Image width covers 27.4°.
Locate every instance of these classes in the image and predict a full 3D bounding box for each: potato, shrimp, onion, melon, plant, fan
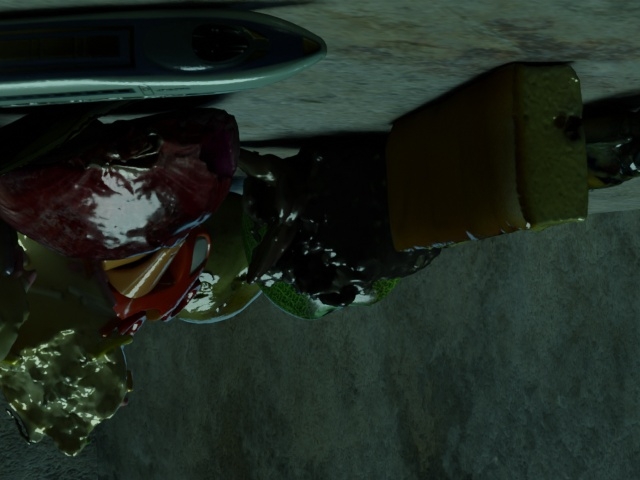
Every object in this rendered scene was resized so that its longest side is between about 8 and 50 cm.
[{"bbox_3d":[-0.190,0.024,1.957,0.218,0.202,0.351,-4,176,-21],"label":"potato"},{"bbox_3d":[0.356,-0.101,1.427,0.272,0.085,0.445,-8,180,-8],"label":"shrimp"},{"bbox_3d":[-0.169,-0.044,1.094,0.227,0.120,0.283,-14,-172,-11],"label":"onion"},{"bbox_3d":[0.000,0.000,1.691,0.265,0.169,0.129,-18,148,21],"label":"melon"},{"bbox_3d":[0.014,-0.026,1.491,0.234,0.204,0.178,-9,176,-27],"label":"plant"},{"bbox_3d":[-0.227,-0.077,1.014,0.335,0.011,0.229,-19,-162,13],"label":"fan"}]

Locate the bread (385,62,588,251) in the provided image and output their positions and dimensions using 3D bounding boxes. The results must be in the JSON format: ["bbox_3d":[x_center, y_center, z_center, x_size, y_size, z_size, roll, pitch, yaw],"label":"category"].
[{"bbox_3d":[0.144,-0.067,1.242,0.077,0.138,0.361,-5,178,-14],"label":"bread"}]

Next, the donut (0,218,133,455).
[{"bbox_3d":[-0.316,0.036,1.271,0.150,0.307,0.371,-27,156,4],"label":"donut"}]

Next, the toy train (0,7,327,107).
[{"bbox_3d":[-0.122,-0.117,0.811,0.252,0.055,0.048,-4,168,2],"label":"toy train"}]

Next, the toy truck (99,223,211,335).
[{"bbox_3d":[-0.223,-0.013,1.546,0.239,0.189,0.265,-51,172,31],"label":"toy truck"}]
